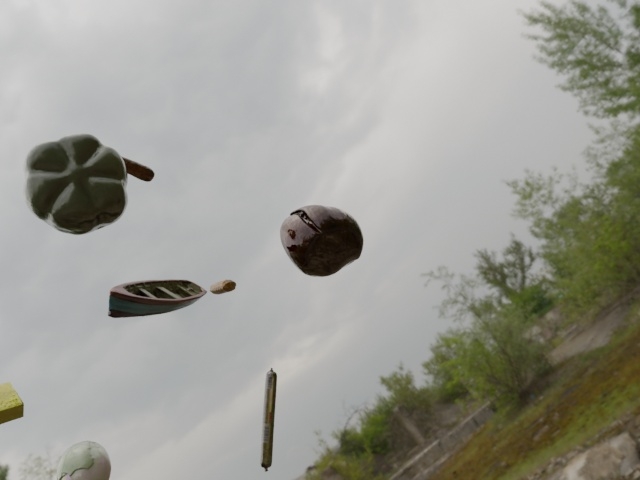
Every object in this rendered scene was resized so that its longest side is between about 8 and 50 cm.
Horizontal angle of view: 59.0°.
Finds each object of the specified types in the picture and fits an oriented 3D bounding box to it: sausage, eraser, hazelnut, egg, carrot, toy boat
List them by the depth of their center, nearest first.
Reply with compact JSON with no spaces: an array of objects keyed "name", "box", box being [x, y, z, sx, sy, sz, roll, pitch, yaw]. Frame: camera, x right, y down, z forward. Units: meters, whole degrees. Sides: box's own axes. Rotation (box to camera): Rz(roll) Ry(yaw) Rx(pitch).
[{"name":"eraser","box":[-0.754,0.378,1.283,0.122,0.097,0.045,-11,-58,-42]},{"name":"sausage","box":[-0.137,0.472,1.494,0.033,0.268,0.033,3,-6,0]},{"name":"hazelnut","box":[0.000,0.000,1.614,0.234,0.217,0.218,6,-43,-30]},{"name":"toy boat","box":[-0.469,0.162,1.616,0.079,0.136,0.392,-68,-20,9]},{"name":"carrot","box":[-0.571,-0.223,1.631,0.191,0.047,0.047,26,-60,-28]},{"name":"egg","box":[-0.841,0.834,2.019,0.183,0.217,0.183,-16,-50,-19]}]

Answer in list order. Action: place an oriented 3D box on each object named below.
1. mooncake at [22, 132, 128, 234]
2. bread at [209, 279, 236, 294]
[{"name":"mooncake","box":[-0.633,-0.150,1.473,0.275,0.274,0.135,-29,-2,-26]},{"name":"bread","box":[-0.350,0.167,2.018,0.052,0.044,0.157,6,-13,-31]}]
